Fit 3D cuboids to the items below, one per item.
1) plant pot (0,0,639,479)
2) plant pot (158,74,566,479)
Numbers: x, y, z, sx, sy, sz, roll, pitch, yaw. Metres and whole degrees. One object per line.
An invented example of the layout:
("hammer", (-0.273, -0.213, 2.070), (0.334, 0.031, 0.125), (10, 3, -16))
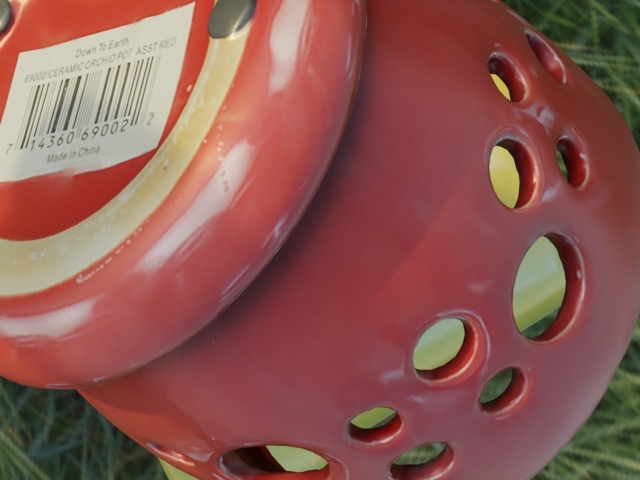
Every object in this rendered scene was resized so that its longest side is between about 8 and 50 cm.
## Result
("plant pot", (-0.016, -0.018, 0.479), (0.191, 0.191, 0.174), (-48, 134, 8))
("plant pot", (0.000, 0.000, 0.843), (0.239, 0.254, 0.254), (-21, 124, -3))
